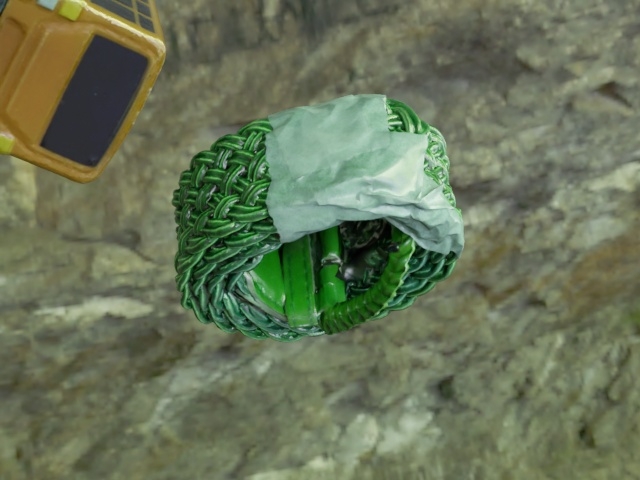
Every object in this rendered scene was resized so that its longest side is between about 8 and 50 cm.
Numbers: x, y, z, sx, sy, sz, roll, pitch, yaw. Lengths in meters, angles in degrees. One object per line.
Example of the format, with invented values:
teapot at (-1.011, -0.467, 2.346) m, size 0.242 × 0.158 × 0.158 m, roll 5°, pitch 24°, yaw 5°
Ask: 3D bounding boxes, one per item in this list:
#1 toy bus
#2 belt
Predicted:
toy bus at (-0.149, -0.126, 0.574) m, size 0.114 × 0.201 × 0.098 m, roll 23°, pitch -67°, yaw -26°
belt at (0.000, 0.000, 0.508) m, size 0.151 × 0.079 × 0.121 m, roll -27°, pitch -39°, yaw 25°
